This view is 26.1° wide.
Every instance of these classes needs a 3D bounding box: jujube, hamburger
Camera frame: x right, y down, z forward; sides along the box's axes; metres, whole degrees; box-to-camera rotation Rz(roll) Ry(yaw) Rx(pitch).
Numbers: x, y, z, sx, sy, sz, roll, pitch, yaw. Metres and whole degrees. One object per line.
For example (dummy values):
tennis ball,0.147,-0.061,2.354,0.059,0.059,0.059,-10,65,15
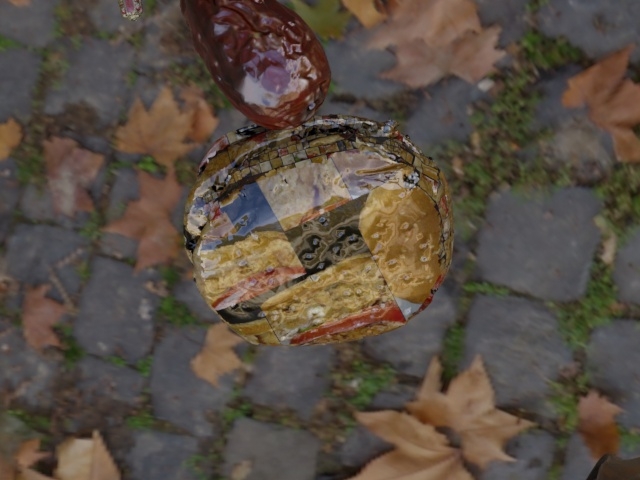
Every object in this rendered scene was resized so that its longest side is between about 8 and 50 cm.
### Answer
jujube,-0.046,-0.133,0.923,0.077,0.077,0.129,-40,71,9
hamburger,0.000,0.000,1.121,0.231,0.231,0.107,-32,32,12

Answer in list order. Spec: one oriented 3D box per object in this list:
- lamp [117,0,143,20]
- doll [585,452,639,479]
lamp,-0.168,-0.225,1.127,0.083,0.031,0.063,48,130,27
doll,0.397,0.353,1.353,0.318,0.209,0.340,-36,70,55
